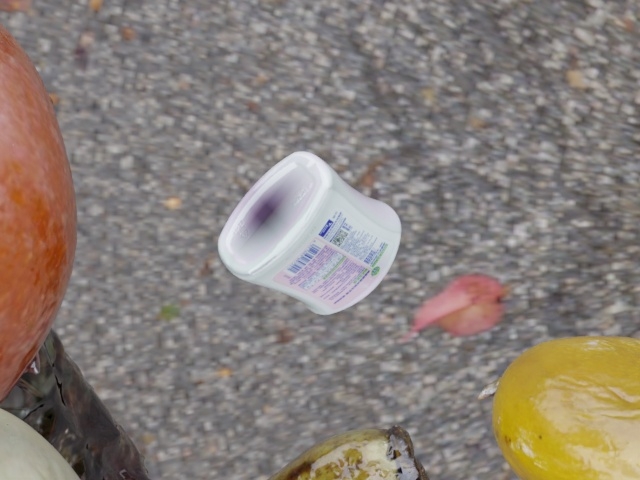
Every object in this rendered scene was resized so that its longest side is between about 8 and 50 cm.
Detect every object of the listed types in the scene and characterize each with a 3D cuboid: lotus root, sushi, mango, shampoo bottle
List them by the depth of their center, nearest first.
[{"bbox_3d":[0.000,0.000,0.852,0.072,0.099,0.043,-49,56,9],"label":"shampoo bottle"},{"bbox_3d":[0.256,0.143,1.185,0.317,0.176,0.119,9,109,26],"label":"mango"},{"bbox_3d":[-0.005,0.227,1.282,0.110,0.097,0.258,45,136,1],"label":"lotus root"},{"bbox_3d":[-0.340,0.207,1.582,0.281,0.294,0.299,-45,40,-12],"label":"sushi"}]

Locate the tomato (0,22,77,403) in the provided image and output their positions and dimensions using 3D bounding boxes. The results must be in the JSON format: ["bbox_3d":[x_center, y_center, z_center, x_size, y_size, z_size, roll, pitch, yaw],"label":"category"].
[{"bbox_3d":[-0.254,-0.016,0.786,0.265,0.265,0.264,0,90,24],"label":"tomato"}]

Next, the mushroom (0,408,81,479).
[{"bbox_3d":[-0.266,0.211,1.069,0.202,0.246,0.246,36,105,48],"label":"mushroom"}]
